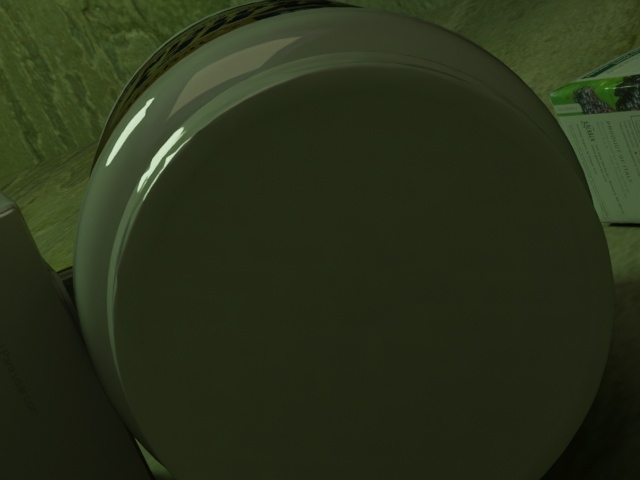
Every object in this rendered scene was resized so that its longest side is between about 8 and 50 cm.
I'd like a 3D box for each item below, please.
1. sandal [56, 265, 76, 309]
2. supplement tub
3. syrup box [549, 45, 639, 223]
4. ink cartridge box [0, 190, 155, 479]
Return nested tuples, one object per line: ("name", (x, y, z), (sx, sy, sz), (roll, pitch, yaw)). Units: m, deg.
("sandal", (-0.245, 0.085, 1.161), (0.219, 0.090, 0.060), (-19, 34, -8))
("supplement tub", (0.000, 0.000, 0.688), (0.228, 0.228, 0.316), (-24, 13, -2))
("syrup box", (0.247, -0.067, 0.817), (0.093, 0.096, 0.237), (-29, 13, -22))
("ink cartridge box", (-0.237, 0.115, 0.712), (0.270, 0.197, 0.198), (-27, 13, -12))
